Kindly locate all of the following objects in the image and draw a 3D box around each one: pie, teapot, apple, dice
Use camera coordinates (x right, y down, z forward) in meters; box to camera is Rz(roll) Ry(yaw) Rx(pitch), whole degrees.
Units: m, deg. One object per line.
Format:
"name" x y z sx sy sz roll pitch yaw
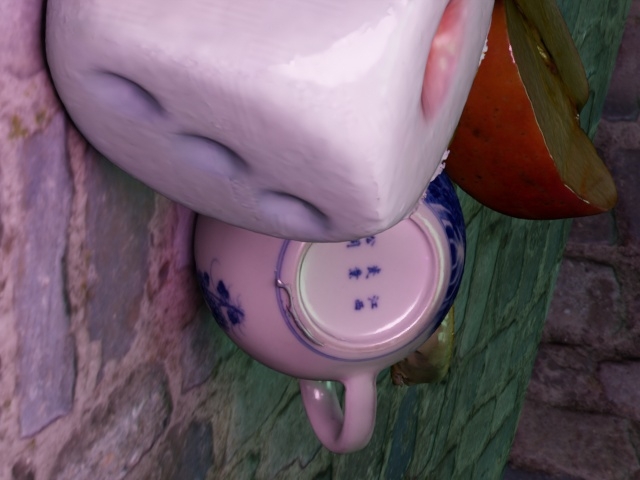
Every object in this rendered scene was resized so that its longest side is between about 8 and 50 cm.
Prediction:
"pie" 0.134 0.008 2.272 0.371 0.078 0.296 -84 180 -59
"teapot" 0.000 0.000 1.699 0.280 0.252 0.424 -143 -136 -67
"apple" 0.217 -0.201 2.066 0.295 0.329 0.365 -51 139 -8
"dice" -0.028 -0.171 1.322 0.268 0.263 0.264 76 35 -65

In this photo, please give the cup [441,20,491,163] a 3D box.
"cup" 0.064 -0.190 1.837 0.226 0.185 0.241 94 -12 -53
